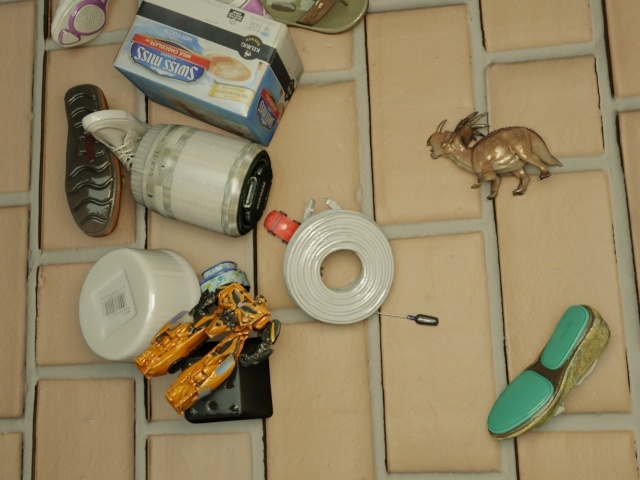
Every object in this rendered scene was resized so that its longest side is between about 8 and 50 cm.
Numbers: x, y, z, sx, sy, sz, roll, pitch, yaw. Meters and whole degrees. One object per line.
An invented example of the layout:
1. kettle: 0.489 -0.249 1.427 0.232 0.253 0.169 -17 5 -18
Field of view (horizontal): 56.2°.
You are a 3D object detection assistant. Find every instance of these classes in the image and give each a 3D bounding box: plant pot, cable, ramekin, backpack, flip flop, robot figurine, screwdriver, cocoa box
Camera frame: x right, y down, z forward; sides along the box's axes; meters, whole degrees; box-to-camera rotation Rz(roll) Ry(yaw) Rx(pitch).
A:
1. plant pot: -0.219 0.317 1.338 0.187 0.167 0.188 -6 81 6
2. cable: 0.044 0.059 1.336 0.257 0.089 0.257 26 91 -14
3. ramekin: -0.416 0.146 1.354 0.277 0.135 0.278 -7 77 31
4. backpack: -0.229 0.098 1.394 0.104 0.114 0.084 -28 80 4
5. flip flop: -0.020 -0.581 1.476 0.276 0.080 0.113 9 84 9
6. robot figurine: -0.223 0.204 1.236 0.211 0.085 0.291 39 65 22
7. screwdriver: 0.186 0.172 1.378 0.169 0.024 0.025 11 113 11
8. cocoa box: -0.252 -0.406 1.406 0.346 0.231 0.228 23 85 10

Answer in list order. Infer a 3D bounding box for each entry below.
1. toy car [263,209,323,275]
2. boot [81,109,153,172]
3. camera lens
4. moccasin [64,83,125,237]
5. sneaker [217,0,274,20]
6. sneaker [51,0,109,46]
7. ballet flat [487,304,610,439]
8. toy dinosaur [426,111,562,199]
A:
1. toy car: 0.000 0.000 1.408 0.224 0.053 0.239 -25 80 4
2. boot: -0.442 -0.217 1.395 0.095 0.258 0.124 -23 83 15
3. camera lens: -0.262 -0.139 1.378 0.274 0.219 0.220 16 85 10
4. moccasin: -0.552 -0.187 1.469 0.139 0.147 0.381 -16 74 -2
5. sneaker: -0.210 -0.570 1.488 0.102 0.161 0.282 -48 44 5
6. sneaker: -0.619 -0.642 1.564 0.152 0.114 0.305 24 82 24
7. ballet flat: 0.499 0.300 1.281 0.123 0.123 0.349 36 90 11
8. toy dinosaur: 0.404 -0.208 1.354 0.295 0.127 0.201 -8 74 1
